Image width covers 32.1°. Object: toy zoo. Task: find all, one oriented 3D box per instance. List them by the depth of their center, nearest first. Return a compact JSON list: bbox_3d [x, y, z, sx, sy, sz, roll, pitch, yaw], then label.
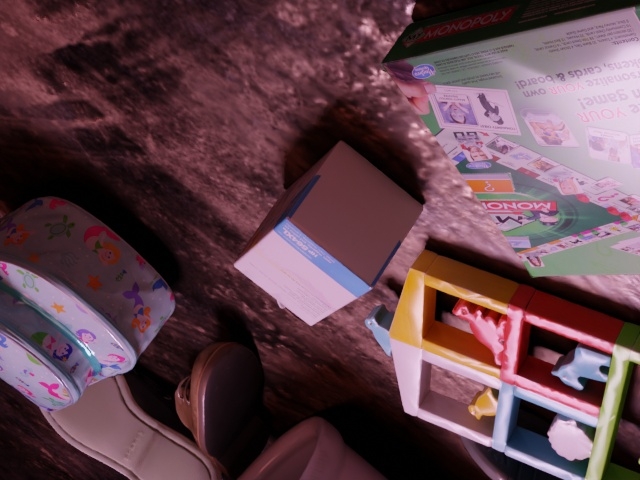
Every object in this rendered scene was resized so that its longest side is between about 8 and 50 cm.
[{"bbox_3d":[0.170,0.116,0.961,0.293,0.030,0.192,20,137,22],"label":"toy zoo"}]

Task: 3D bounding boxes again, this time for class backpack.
[{"bbox_3d":[-0.294,0.070,1.245,0.225,0.191,0.253,44,144,-16],"label":"backpack"}]

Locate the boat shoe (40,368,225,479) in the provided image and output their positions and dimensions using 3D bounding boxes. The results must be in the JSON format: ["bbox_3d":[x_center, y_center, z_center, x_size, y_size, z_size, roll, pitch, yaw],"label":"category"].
[{"bbox_3d":[-0.263,0.248,1.547,0.340,0.127,0.113,31,-179,16],"label":"boat shoe"}]

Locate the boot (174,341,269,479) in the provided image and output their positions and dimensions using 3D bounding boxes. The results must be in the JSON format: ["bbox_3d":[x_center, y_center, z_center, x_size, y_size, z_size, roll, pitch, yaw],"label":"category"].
[{"bbox_3d":[-0.139,0.196,1.360,0.115,0.112,0.305,35,155,19],"label":"boot"}]

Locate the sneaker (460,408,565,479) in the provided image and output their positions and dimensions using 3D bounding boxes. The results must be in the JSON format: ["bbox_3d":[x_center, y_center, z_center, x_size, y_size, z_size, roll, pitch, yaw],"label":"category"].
[{"bbox_3d":[0.219,0.248,1.090,0.228,0.087,0.130,30,145,-5],"label":"sneaker"}]

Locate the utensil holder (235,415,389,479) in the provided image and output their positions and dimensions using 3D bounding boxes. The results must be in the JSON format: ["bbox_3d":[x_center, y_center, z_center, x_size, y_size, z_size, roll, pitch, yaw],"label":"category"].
[{"bbox_3d":[0.038,0.454,1.302,0.385,0.327,0.327,42,150,-5],"label":"utensil holder"}]

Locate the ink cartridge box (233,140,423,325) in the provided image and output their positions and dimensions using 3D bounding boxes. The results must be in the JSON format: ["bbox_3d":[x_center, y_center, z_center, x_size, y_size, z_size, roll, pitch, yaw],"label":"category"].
[{"bbox_3d":[0.000,0.000,0.928,0.090,0.092,0.143,39,150,-9],"label":"ink cartridge box"}]

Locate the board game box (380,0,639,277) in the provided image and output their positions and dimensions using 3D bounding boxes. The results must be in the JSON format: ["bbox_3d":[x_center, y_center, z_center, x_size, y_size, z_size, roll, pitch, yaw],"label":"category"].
[{"bbox_3d":[0.213,-0.065,0.666,0.317,0.046,0.213,-3,135,47],"label":"board game box"}]
